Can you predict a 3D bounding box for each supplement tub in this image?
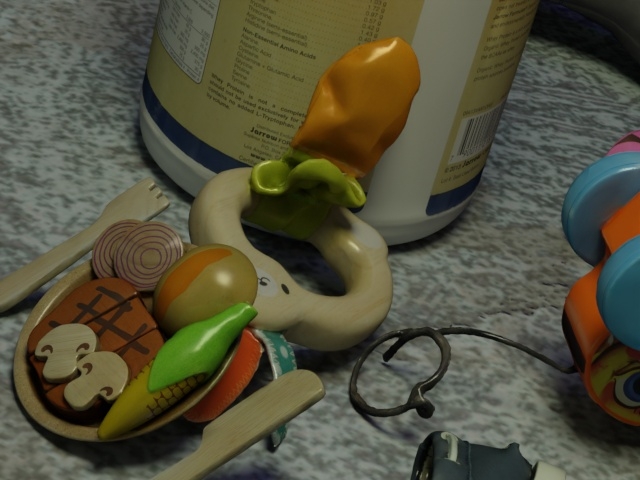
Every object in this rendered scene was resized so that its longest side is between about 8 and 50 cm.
[{"bbox_3d":[0.026,-0.179,1.087,0.228,0.316,0.228,12,30,-7],"label":"supplement tub"}]

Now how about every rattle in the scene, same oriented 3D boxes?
[{"bbox_3d":[0.000,0.000,0.940,0.130,0.143,0.199,51,28,-8],"label":"rattle"}]

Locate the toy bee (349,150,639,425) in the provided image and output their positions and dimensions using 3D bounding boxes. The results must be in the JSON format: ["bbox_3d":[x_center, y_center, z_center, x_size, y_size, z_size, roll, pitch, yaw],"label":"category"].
[{"bbox_3d":[0.189,0.029,0.968,0.162,0.298,0.195,44,39,-32],"label":"toy bee"}]

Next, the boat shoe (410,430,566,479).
[{"bbox_3d":[0.044,0.153,0.768,0.079,0.095,0.254,23,30,9],"label":"boat shoe"}]

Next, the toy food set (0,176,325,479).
[{"bbox_3d":[-0.095,0.041,0.886,0.132,0.038,0.192,-35,47,-9],"label":"toy food set"}]

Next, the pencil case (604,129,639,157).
[{"bbox_3d":[0.262,0.009,1.120,0.209,0.095,0.098,41,23,32],"label":"pencil case"}]

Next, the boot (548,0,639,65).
[{"bbox_3d":[0.155,-0.203,1.401,0.223,0.118,0.338,-26,65,-20],"label":"boot"}]
